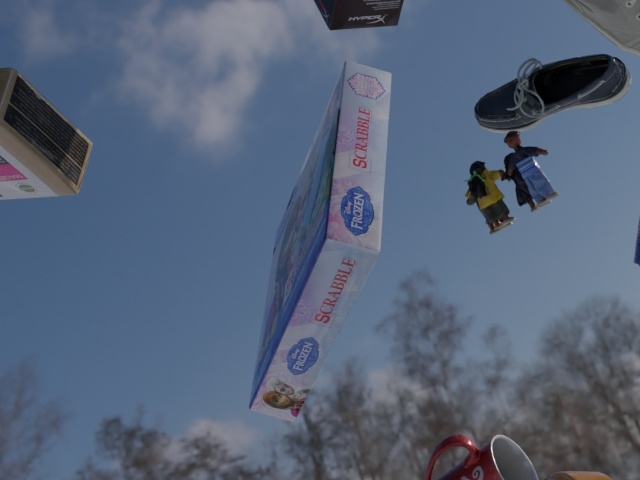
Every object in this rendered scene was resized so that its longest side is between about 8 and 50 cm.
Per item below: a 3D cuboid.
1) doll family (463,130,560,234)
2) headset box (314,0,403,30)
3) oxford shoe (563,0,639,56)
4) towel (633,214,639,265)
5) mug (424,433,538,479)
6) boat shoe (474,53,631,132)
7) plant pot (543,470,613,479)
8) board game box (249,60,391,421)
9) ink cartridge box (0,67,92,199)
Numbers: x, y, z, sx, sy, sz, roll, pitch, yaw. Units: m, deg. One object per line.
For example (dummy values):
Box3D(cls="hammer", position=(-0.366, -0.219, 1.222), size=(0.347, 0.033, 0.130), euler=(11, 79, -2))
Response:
Box3D(cls="doll family", position=(0.268, -0.086, 1.694), size=(0.076, 0.111, 0.193), euler=(-16, -11, -48))
Box3D(cls="headset box", position=(0.050, -0.467, 1.587), size=(0.110, 0.218, 0.293), euler=(-8, -42, -19))
Box3D(cls="oxford shoe", position=(0.469, -0.398, 1.798), size=(0.449, 0.169, 0.130), euler=(27, -1, -10))
Box3D(cls="towel", position=(0.745, -0.049, 2.145), size=(0.336, 0.243, 0.040), euler=(7, 5, -13))
Box3D(cls="mug", position=(0.222, 0.370, 1.785), size=(0.169, 0.150, 0.113), euler=(-39, -12, 28))
Box3D(cls="boat shoe", position=(0.343, -0.228, 1.800), size=(0.255, 0.095, 0.079), euler=(-7, -21, 35))
Box3D(cls="plant pot", position=(0.257, 0.385, 1.445), size=(0.188, 0.205, 0.205), euler=(5, -26, -14))
Box3D(cls="board game box", position=(0.000, 0.000, 1.432), size=(0.066, 0.318, 0.318), euler=(16, -47, -9))
Box3D(cls="ink cartridge box", position=(-0.455, -0.133, 1.554), size=(0.235, 0.088, 0.193), euler=(-3, -29, 24))
